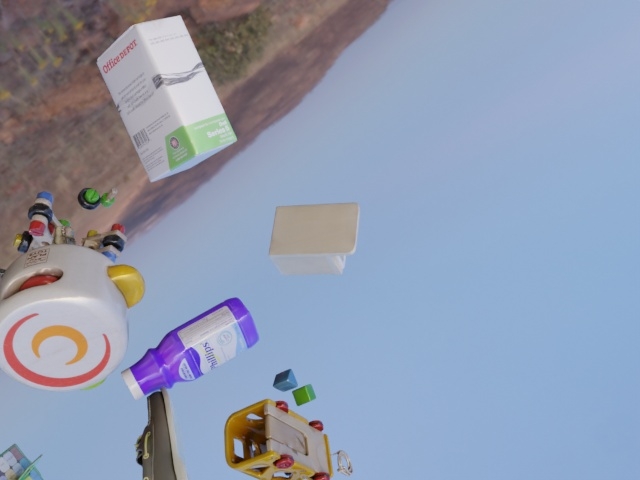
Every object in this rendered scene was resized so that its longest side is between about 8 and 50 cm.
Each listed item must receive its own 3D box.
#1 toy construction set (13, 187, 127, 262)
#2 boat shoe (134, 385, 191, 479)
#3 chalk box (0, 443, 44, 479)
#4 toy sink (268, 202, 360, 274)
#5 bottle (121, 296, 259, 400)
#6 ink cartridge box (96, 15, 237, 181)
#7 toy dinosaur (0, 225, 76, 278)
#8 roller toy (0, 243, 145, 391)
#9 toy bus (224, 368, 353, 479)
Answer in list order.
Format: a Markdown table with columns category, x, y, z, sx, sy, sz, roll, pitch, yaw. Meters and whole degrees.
| category | x | y | z | sx | sy | sz | roll | pitch | yaw |
| --- | --- | --- | --- | --- | --- | --- | --- | --- | --- |
| toy construction set | -0.645 | 0.046 | 2.004 | 0.257 | 0.309 | 0.237 | 1 | 151 | -44 |
| boat shoe | -0.295 | 0.393 | 1.443 | 0.091 | 0.109 | 0.305 | -16 | -141 | -9 |
| chalk box | -0.613 | 0.491 | 1.502 | 0.213 | 0.132 | 0.132 | -37 | -179 | 8 |
| toy sink | 0.000 | 0.000 | 2.080 | 0.234 | 0.131 | 0.153 | -3 | -120 | 17 |
| bottle | -0.267 | 0.227 | 1.613 | 0.282 | 0.118 | 0.092 | -28 | -137 | -16 |
| ink cartridge box | -0.312 | -0.281 | 1.579 | 0.114 | 0.273 | 0.198 | -27 | -174 | -40 |
| toy dinosaur | -0.480 | 0.080 | 1.213 | 0.064 | 0.118 | 0.268 | 9 | -112 | 60 |
| roller toy | -0.374 | 0.106 | 1.145 | 0.209 | 0.191 | 0.146 | -55 | -153 | 25 |
| toy bus | -0.060 | 0.323 | 1.203 | 0.104 | 0.202 | 0.191 | -26 | -176 | 22 |
